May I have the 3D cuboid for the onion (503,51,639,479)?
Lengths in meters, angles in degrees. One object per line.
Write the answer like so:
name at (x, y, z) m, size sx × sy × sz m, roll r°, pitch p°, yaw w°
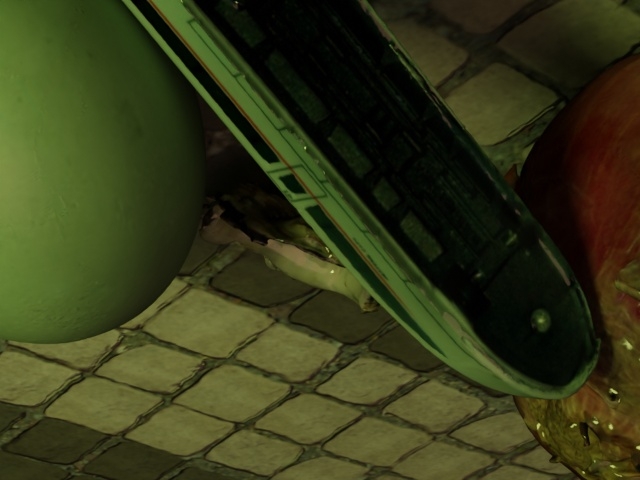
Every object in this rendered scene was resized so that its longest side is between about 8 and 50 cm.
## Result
onion at (0.251, 0.041, 0.879) m, size 0.354 × 0.353 × 0.353 m, roll -2°, pitch 145°, yaw -1°

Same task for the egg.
egg at (-0.167, -0.055, 0.801) m, size 0.203 × 0.203 × 0.282 m, roll -8°, pitch 142°, yaw 7°

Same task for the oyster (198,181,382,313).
oyster at (0.000, 0.000, 1.019) m, size 0.163 × 0.081 × 0.191 m, roll 16°, pitch 164°, yaw 15°

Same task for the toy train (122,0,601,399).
toy train at (-0.002, -0.068, 0.738) m, size 0.407 × 0.086 × 0.088 m, roll 50°, pitch 155°, yaw -16°
